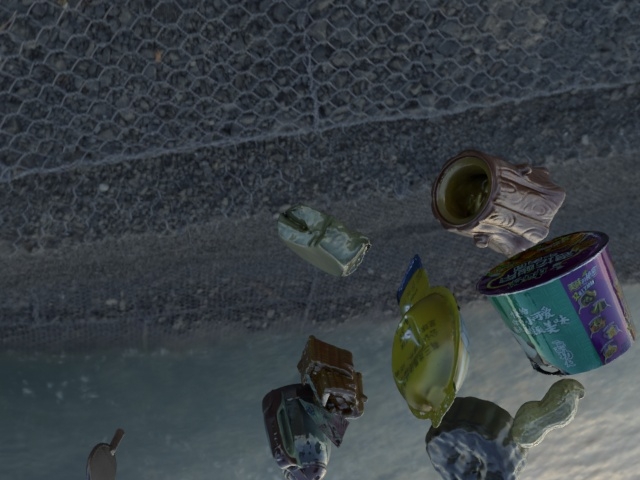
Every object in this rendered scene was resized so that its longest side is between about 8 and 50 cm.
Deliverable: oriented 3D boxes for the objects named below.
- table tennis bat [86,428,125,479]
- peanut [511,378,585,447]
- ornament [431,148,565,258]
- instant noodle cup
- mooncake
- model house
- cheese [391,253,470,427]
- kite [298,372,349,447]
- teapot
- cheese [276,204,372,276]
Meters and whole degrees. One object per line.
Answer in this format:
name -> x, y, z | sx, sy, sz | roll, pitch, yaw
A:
table tennis bat -> -0.442, 0.491, 1.297 | 0.119, 0.170, 0.107 | -12, 115, 9
peanut -> 0.483, 0.367, 1.211 | 0.187, 0.082, 0.082 | -41, 129, 11
ornament -> 0.369, -0.080, 1.236 | 0.217, 0.235, 0.221 | 14, 80, -38
instant noodle cup -> 0.445, 0.121, 1.053 | 0.251, 0.251, 0.190 | -28, 94, 5
mooncake -> 0.457, 0.613, 1.671 | 0.161, 0.290, 0.290 | -35, 148, -47
model house -> 0.020, 0.446, 1.848 | 0.219, 0.199, 0.229 | -22, 123, 24
cheese -> 0.138, 0.123, 0.763 | 0.069, 0.270, 0.177 | 12, 122, -11
kite -> 0.006, 0.286, 0.957 | 0.005, 0.152, 0.137 | -41, 129, 14
teapot -> -0.088, 0.661, 1.928 | 0.233, 0.312, 0.315 | -28, 138, 14
cheese -> 0.000, 0.000, 1.209 | 0.202, 0.091, 0.175 | 28, 164, 2
